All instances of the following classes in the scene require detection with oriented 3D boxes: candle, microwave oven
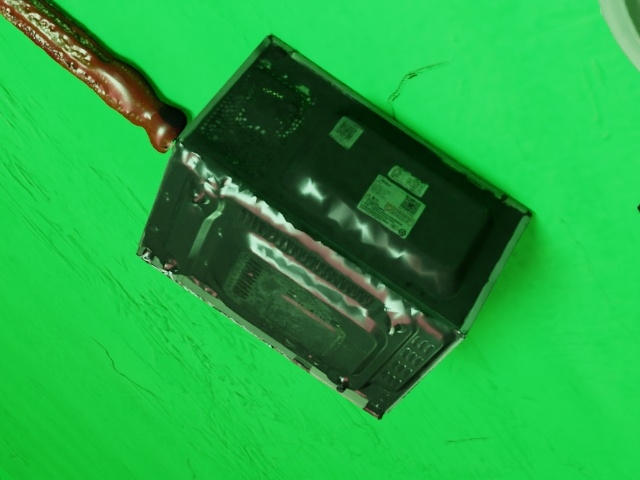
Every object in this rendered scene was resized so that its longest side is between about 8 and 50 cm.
[{"bbox_3d":[-0.252,-0.197,1.074,0.329,0.048,0.051,40,104,-7],"label":"candle"},{"bbox_3d":[0.000,0.000,0.978,0.295,0.181,0.237,35,147,1],"label":"microwave oven"}]

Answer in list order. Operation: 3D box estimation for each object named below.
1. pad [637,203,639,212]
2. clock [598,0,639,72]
[{"bbox_3d":[0.373,0.001,0.823,0.211,0.003,0.143,35,145,-1],"label":"pad"},{"bbox_3d":[0.288,-0.170,0.646,0.236,0.053,0.236,22,141,19],"label":"clock"}]
